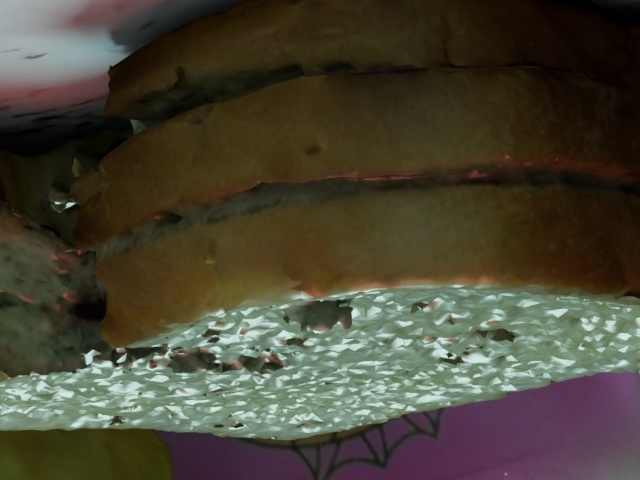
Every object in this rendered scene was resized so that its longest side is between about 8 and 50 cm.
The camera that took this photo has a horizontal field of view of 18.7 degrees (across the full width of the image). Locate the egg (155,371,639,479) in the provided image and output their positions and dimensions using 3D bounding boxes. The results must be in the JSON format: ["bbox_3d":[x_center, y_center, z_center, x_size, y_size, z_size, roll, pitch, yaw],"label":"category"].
[{"bbox_3d":[0.030,0.113,0.982,0.271,0.196,0.196,-13,170,-5],"label":"egg"}]

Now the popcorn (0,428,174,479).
[{"bbox_3d":[-0.188,0.137,0.839,0.276,0.225,0.276,-12,171,-2],"label":"popcorn"}]

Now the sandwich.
[{"bbox_3d":[0.000,0.002,0.622,0.249,0.095,0.273,7,163,-44],"label":"sandwich"}]
